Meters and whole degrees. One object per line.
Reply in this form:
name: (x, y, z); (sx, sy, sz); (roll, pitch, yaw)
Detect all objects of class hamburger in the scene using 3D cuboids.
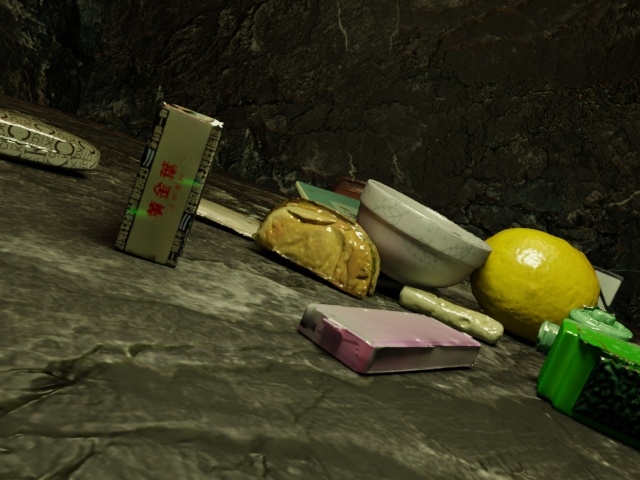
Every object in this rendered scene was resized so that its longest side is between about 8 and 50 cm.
hamburger: (0.000, 0.000, 0.959); (0.262, 0.130, 0.124); (27, 9, 17)

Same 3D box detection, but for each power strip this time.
power strip: (0.096, 0.122, 0.643); (0.279, 0.037, 0.109); (13, 10, -47)

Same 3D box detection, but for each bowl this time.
bowl: (0.190, 0.004, 1.054); (0.287, 0.143, 0.287); (27, 13, -6)

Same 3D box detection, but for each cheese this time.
cheese: (0.237, 0.134, 0.942); (0.194, 0.043, 0.065); (23, 6, 21)

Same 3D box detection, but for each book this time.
book: (0.103, -0.009, 1.229); (0.264, 0.031, 0.379); (16, 28, -32)

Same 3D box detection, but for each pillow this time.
pillow: (-0.223, -0.054, 1.111); (0.233, 0.038, 0.130); (22, 9, -3)

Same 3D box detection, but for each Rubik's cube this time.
Rubik's cube: (0.668, 0.144, 1.441); (0.205, 0.207, 0.205); (20, 8, 1)

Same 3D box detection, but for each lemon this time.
lemon: (0.451, 0.097, 1.088); (0.288, 0.233, 0.233); (32, 8, 8)

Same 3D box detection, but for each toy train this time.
toy train: (0.410, 0.189, 0.686); (0.243, 0.132, 0.188); (23, 15, 21)

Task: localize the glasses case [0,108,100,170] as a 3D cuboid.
glasses case: (-0.608, -0.206, 0.983); (0.355, 0.085, 0.137); (13, 9, -42)

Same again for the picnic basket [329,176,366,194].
picnic basket: (0.134, -0.069, 1.714); (0.297, 0.222, 0.129); (22, 30, 16)

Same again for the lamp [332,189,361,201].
lamp: (0.099, -0.054, 1.537); (0.180, 0.180, 0.258); (14, 10, -43)

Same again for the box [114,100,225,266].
box: (-0.215, -0.096, 0.782); (0.084, 0.198, 0.310); (19, 7, -13)
